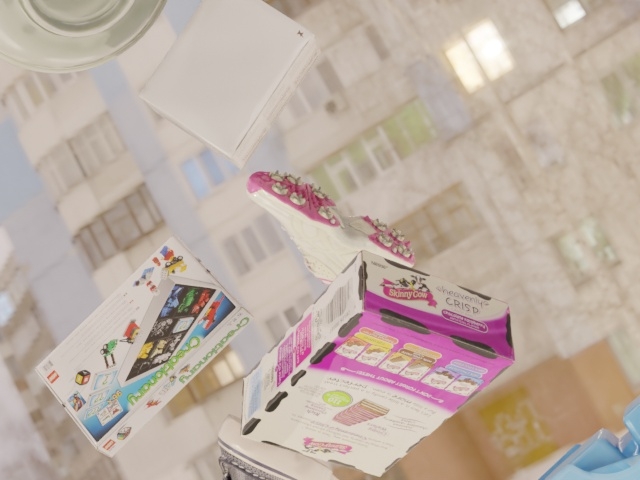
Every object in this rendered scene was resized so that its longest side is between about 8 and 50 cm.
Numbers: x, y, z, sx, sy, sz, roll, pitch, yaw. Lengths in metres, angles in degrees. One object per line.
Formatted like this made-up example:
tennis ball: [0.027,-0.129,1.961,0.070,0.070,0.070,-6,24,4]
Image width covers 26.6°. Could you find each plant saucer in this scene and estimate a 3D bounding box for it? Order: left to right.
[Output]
plant saucer: [-0.408,-0.450,2.229,0.400,0.100,0.400,-15,-55,-23]

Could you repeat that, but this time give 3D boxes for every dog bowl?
dog bowl: [0.346,0.228,1.502,0.297,0.074,0.166,-43,-10,10]

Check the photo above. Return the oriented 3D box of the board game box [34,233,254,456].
board game box: [-0.273,0.158,2.077,0.305,0.193,0.053,-44,-33,-3]

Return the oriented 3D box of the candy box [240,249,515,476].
candy box: [0.047,0.120,1.244,0.159,0.071,0.233,20,-44,-22]

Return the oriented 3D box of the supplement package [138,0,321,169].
supplement package: [-0.158,-0.297,2.403,0.262,0.204,0.145,-56,-7,-2]

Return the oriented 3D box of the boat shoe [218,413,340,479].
boat shoe: [-0.067,0.312,1.561,0.158,0.127,0.340,-60,-22,-10]

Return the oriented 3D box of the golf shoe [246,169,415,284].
golf shoe: [0.000,0.000,2.190,0.140,0.306,0.115,-55,13,24]
